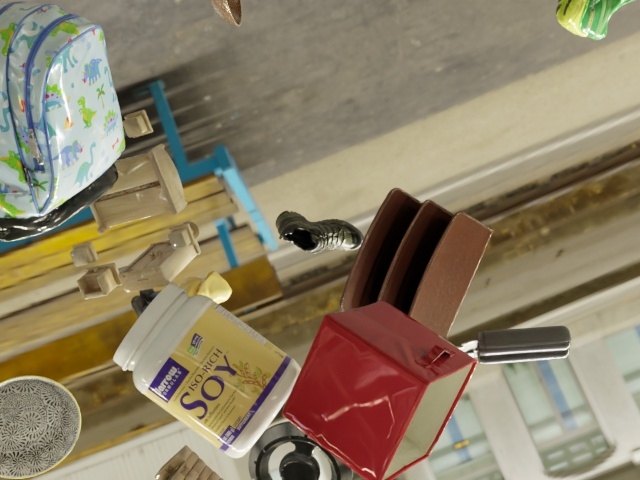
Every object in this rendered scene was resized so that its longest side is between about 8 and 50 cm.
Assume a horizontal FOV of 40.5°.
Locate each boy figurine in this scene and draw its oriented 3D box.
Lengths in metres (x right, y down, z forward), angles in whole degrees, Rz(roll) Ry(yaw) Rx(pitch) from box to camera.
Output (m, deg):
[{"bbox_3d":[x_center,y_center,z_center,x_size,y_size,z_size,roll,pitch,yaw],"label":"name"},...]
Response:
[{"bbox_3d":[-0.362,0.151,2.271,0.285,0.092,0.177,-14,-152,34],"label":"boy figurine"}]

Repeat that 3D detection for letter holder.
[{"bbox_3d":[0.201,0.061,1.883,0.214,0.302,0.152,28,175,-35],"label":"letter holder"}]

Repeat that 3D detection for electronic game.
[{"bbox_3d":[-0.044,0.494,1.866,0.229,0.229,0.048,-27,-172,18],"label":"electronic game"}]

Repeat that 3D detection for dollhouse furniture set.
[{"bbox_3d":[-0.409,-0.087,1.842,0.303,0.355,0.174,-12,-162,21],"label":"dollhouse furniture set"}]

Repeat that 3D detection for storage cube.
[{"bbox_3d":[0.092,0.224,1.329,0.183,0.193,0.215,-8,124,-57],"label":"storage cube"}]

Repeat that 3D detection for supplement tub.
[{"bbox_3d":[-0.234,0.264,1.797,0.241,0.331,0.241,-54,180,0],"label":"supplement tub"}]

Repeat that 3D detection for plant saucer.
[{"bbox_3d":[-0.178,-0.470,1.511,0.036,0.199,0.198,-10,166,5],"label":"plant saucer"}]

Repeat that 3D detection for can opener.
[{"bbox_3d":[0.307,0.215,1.558,0.283,0.095,0.076,-5,148,7],"label":"can opener"}]

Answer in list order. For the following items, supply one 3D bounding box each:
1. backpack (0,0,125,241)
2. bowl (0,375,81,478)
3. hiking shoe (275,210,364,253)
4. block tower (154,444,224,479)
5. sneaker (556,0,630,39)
[{"bbox_3d":[-0.457,-0.211,1.413,0.273,0.355,0.290,-1,-152,28],"label":"backpack"},{"bbox_3d":[-0.467,0.277,1.357,0.170,0.170,0.080,-16,-160,-21],"label":"bowl"},{"bbox_3d":[0.000,0.000,2.133,0.227,0.114,0.086,10,122,-11],"label":"hiking shoe"},{"bbox_3d":[-0.151,0.510,1.492,0.091,0.335,0.097,-44,-177,32],"label":"block tower"},{"bbox_3d":[0.555,-0.505,1.611,0.295,0.123,0.109,-56,-162,5],"label":"sneaker"}]
